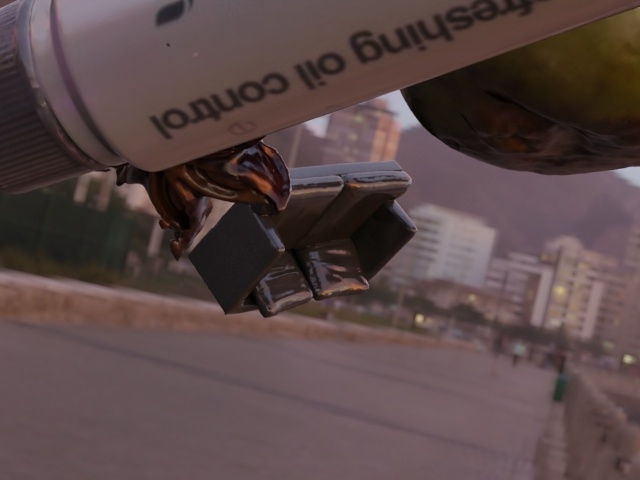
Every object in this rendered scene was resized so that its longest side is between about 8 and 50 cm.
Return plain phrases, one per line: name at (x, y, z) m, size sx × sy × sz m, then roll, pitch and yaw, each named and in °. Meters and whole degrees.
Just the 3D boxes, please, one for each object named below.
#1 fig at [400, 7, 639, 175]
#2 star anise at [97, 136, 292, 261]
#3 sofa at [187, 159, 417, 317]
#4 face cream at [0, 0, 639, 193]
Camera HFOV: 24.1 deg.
fig at (0.131, -0.117, 0.725) m, size 0.181 × 0.191 × 0.181 m, roll 23°, pitch -31°, yaw 15°
star anise at (-0.097, -0.066, 0.682) m, size 0.191 × 0.070 × 0.097 m, roll 24°, pitch -37°, yaw -1°
sofa at (0.000, 0.000, 0.928) m, size 0.147 × 0.085 × 0.060 m, roll -7°, pitch 55°, yaw -53°
face cream at (-0.028, -0.084, 0.554) m, size 0.311 × 0.092 × 0.092 m, roll -16°, pitch -13°, yaw 19°
